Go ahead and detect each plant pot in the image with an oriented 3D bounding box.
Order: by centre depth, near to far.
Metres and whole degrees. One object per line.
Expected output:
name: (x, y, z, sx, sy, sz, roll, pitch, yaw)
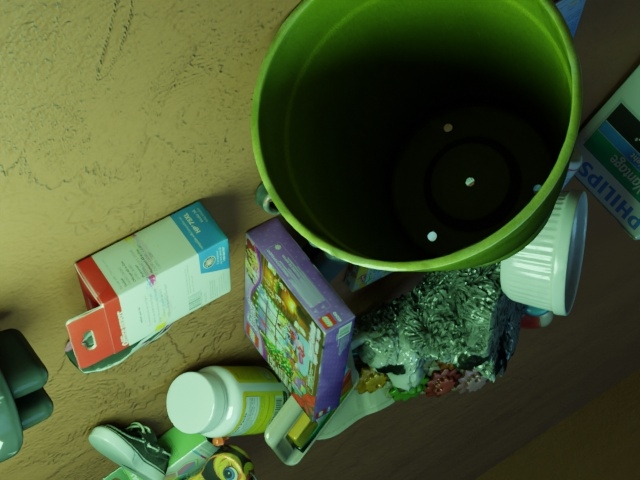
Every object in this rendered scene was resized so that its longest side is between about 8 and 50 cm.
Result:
plant pot: (0.153, -0.114, 1.307, 0.366, 0.366, 0.353, -42, 158, 7)

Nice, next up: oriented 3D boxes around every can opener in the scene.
can opener: (0.000, 0.000, 1.557, 0.095, 0.076, 0.283, 10, 153, -18)

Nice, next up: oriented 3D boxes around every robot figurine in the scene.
robot figurine: (-0.455, 0.207, 1.238, 0.278, 0.209, 0.173, -23, -171, -29)

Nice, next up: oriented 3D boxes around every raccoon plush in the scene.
raccoon plush: (0.212, 0.060, 1.940, 0.216, 0.299, 0.446, 27, 75, -62)

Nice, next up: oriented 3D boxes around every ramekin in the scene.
ramekin: (0.366, 0.014, 1.752, 0.207, 0.109, 0.207, 8, 90, -69)

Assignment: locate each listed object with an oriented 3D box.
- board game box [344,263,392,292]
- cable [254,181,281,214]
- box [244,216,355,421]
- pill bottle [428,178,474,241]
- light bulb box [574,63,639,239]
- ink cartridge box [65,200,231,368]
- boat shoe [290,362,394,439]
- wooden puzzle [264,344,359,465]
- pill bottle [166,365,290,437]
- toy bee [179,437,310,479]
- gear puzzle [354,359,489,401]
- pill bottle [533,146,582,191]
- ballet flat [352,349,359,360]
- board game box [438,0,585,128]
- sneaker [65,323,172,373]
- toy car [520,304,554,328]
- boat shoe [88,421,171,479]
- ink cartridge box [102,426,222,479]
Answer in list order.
board game box: (0.100, 0.017, 1.816, 0.103, 0.026, 0.154, -26, 152, -25)
cable: (0.009, -0.059, 1.523, 0.139, 0.072, 0.287, -38, 155, 11)
box: (-0.039, 0.127, 1.616, 0.057, 0.201, 0.293, -28, 152, -21)
pill bottle: (0.232, -0.081, 1.717, 0.216, 0.121, 0.121, -36, 154, -5)
light bulb box: (0.702, -0.205, 2.004, 0.358, 0.225, 0.361, -2, 138, -52)
ink cartridge box: (-0.234, 0.059, 1.394, 0.231, 0.078, 0.134, -28, 152, -20)
boat shoe: (0.020, 0.310, 2.101, 0.324, 0.117, 0.096, -15, -172, -41)
wooden puzzle: (-0.004, 0.296, 1.896, 0.221, 0.044, 0.239, -52, 160, -13)
pill bottle: (-0.154, 0.269, 1.795, 0.119, 0.119, 0.208, -47, 152, 18)
toy bee: (-0.176, 0.417, 1.870, 0.298, 0.162, 0.195, -22, -177, -5)
gear puzzle: (0.217, 0.256, 2.104, 0.339, 0.044, 0.175, -2, 129, -28)
pill bottle: (0.393, -0.107, 1.923, 0.087, 0.087, 0.160, -12, 144, -43)
ballet flat: (0.008, 0.211, 1.971, 0.074, 0.074, 0.203, -45, 156, 13)
board game box: (0.271, -0.270, 1.543, 0.281, 0.027, 0.145, -33, 152, -22)
sneaker: (-0.265, 0.133, 1.493, 0.178, 0.072, 0.077, -27, 163, -10)
toy car: (0.327, 0.083, 2.097, 0.238, 0.210, 0.219, -11, 170, 8)
boat shoe: (-0.312, 0.339, 1.774, 0.070, 0.077, 0.219, -65, 155, -21)
ink cartridge box: (-0.285, 0.409, 1.920, 0.209, 0.062, 0.109, -37, 154, -3)
